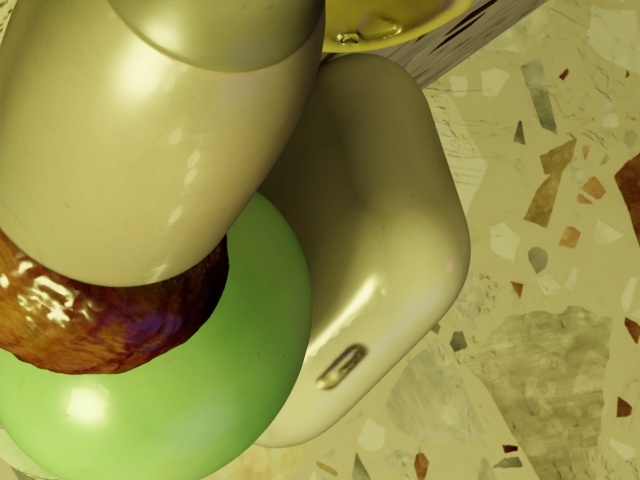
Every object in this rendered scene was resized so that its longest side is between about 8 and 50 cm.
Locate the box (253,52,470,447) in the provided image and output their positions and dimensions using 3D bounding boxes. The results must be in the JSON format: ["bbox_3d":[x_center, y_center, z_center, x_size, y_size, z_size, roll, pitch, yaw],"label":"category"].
[{"bbox_3d":[0.001,0.001,1.096,0.289,0.141,0.349,-49,-153,25],"label":"box"}]

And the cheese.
[{"bbox_3d":[-0.005,-0.124,0.630,0.162,0.086,0.036,-21,-136,21],"label":"cheese"}]

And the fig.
[{"bbox_3d":[-0.152,0.020,0.635,0.201,0.134,0.146,-26,176,27],"label":"fig"}]

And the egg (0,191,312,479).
[{"bbox_3d":[-0.119,0.058,0.863,0.220,0.220,0.270,-36,-169,32],"label":"egg"}]

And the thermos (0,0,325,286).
[{"bbox_3d":[-0.063,-0.062,0.380,0.137,0.105,0.193,-2,162,-23],"label":"thermos"}]

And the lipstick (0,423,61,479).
[{"bbox_3d":[-0.172,0.064,1.023,0.076,0.076,0.304,-36,-158,45],"label":"lipstick"}]
